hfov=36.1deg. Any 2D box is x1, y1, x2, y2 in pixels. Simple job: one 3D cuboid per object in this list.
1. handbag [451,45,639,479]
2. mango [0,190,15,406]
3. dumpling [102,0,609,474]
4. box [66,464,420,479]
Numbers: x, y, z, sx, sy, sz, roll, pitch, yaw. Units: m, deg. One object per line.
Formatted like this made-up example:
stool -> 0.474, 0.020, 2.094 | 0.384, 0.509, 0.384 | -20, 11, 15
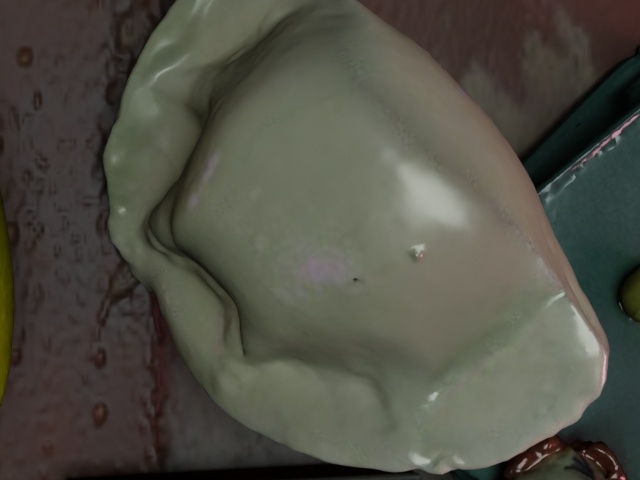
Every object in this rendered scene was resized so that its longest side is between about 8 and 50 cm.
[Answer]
handbag -> 0.190, 0.066, 0.515 | 0.274, 0.100, 0.269 | -40, 105, -11
mango -> -0.213, -0.012, 0.369 | 0.175, 0.143, 0.293 | -20, 109, -13
dumpling -> 0.000, 0.000, 0.431 | 0.179, 0.131, 0.252 | -44, 81, 12
box -> -0.038, 0.172, 0.487 | 0.177, 0.036, 0.115 | 1, 95, -18
